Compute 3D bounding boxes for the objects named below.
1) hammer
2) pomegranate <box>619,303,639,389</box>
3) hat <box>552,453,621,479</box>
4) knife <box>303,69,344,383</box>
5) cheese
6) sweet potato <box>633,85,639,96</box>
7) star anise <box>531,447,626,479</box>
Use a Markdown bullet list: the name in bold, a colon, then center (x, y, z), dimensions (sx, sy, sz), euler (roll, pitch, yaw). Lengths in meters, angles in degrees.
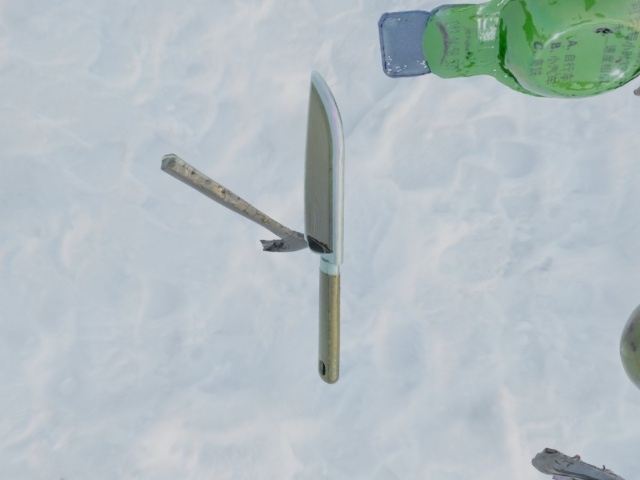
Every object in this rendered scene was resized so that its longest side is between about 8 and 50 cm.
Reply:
- **hammer**: center (-0.123, -0.054, 1.246), dimensions (0.297, 0.125, 0.027), euler (32, 50, -39)
- **pomegranate**: center (0.519, 0.145, 1.173), dimensions (0.159, 0.241, 0.190), euler (9, 60, 32)
- **hat**: center (0.368, 0.433, 1.200), dimensions (0.128, 0.140, 0.227), euler (36, 103, 1)
- **knife**: center (-0.001, 0.000, 0.811), dimensions (0.027, 0.061, 0.343), euler (-18, 124, -30)
- **cheese**: center (0.221, -0.214, 0.833), dimensions (0.320, 0.204, 0.083), euler (-1, 59, 9)
- **sweet potato**: center (0.483, -0.210, 1.000), dimensions (0.059, 0.281, 0.067), euler (19, 97, -5)
- **star anise**: center (0.248, 0.251, 0.569), dimensions (0.089, 0.209, 0.232), euler (-9, 80, -47)
